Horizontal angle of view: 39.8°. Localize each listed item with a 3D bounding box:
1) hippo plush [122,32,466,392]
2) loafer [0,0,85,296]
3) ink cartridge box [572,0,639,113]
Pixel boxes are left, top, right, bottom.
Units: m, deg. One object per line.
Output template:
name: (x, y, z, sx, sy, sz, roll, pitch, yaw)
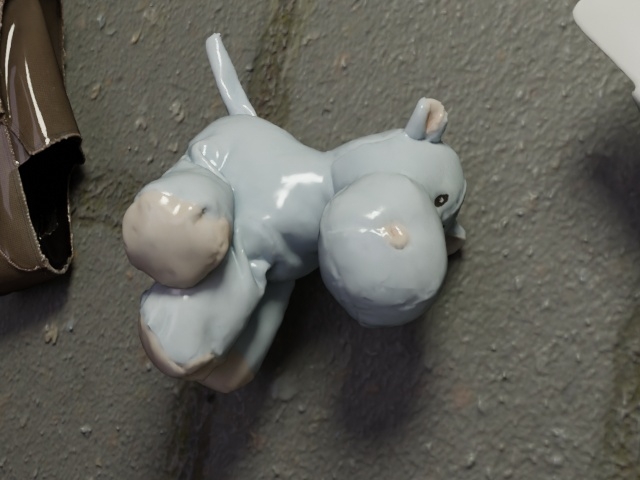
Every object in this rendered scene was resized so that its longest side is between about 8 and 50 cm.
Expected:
hippo plush: (0.000, 0.000, 0.730, 0.237, 0.234, 0.294, 2, 40, 11)
loafer: (-0.297, -0.121, 0.926, 0.130, 0.134, 0.366, 3, 93, 19)
ink cartridge box: (0.355, -0.078, 0.570, 0.207, 0.119, 0.353, -41, 67, 16)
